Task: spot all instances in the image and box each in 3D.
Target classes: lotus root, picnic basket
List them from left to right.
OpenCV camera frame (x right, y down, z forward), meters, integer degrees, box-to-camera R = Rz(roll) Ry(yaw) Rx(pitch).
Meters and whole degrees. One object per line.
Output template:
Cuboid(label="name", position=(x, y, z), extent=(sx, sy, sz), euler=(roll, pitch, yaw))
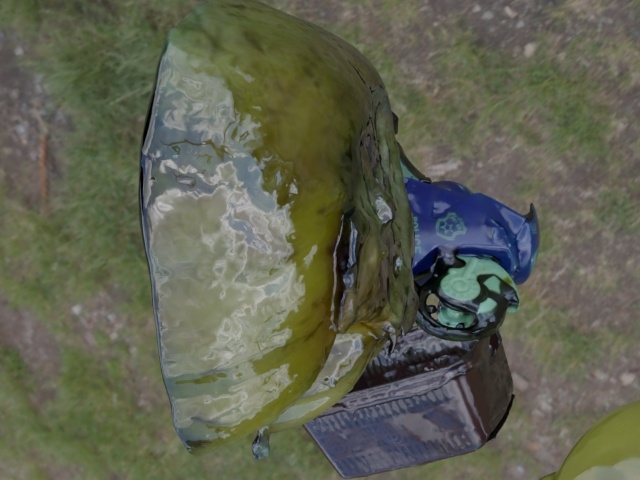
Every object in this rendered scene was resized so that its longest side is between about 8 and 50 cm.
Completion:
Cuboid(label="lotus root", position=(0.000, -0.004, 0.439), extent=(0.077, 0.183, 0.204), euler=(4, 119, 19))
Cuboid(label="picnic basket", position=(0.114, 0.204, 1.376), extent=(0.296, 0.222, 0.129), euler=(-20, 102, 29))

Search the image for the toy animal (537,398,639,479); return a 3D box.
Cuboid(label="toy animal", position=(0.271, 0.218, 0.800), extent=(0.216, 0.338, 0.191), euler=(19, 95, 31))

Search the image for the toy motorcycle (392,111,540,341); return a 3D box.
Cuboid(label="toy motorcycle", position=(0.107, -0.023, 1.133), extent=(0.331, 0.196, 0.125), euler=(45, 147, 37))
